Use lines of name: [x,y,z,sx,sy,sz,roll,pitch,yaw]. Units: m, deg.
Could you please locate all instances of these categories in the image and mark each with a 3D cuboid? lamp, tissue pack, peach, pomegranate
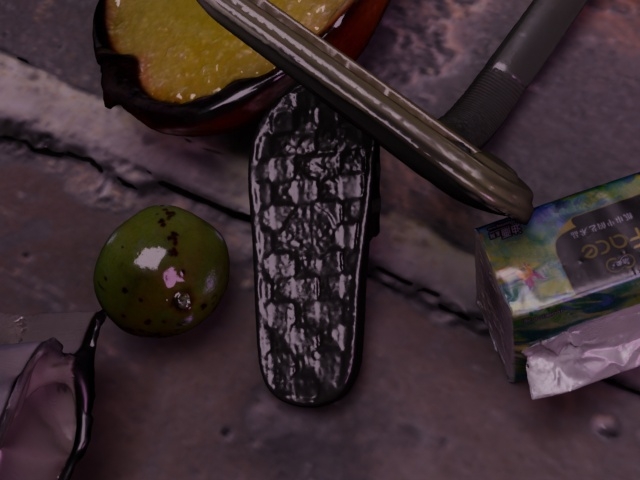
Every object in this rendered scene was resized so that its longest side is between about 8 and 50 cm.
lamp: [0.066,-0.144,0.595,0.203,0.124,0.283,37,63,-1]
tissue pack: [0.137,0.024,0.540,0.111,0.085,0.079,-19,60,0]
peach: [-0.028,-0.166,0.697,0.189,0.068,0.279,26,69,31]
pomegranate: [-0.089,0.018,0.606,0.084,0.073,0.073,-10,50,49]

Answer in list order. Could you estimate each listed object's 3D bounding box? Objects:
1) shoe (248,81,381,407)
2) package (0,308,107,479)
shoe: [0.000,0.000,0.609,0.071,0.049,0.179,-2,79,17]
package: [-0.226,0.126,0.529,0.203,0.062,0.251,-4,37,27]
